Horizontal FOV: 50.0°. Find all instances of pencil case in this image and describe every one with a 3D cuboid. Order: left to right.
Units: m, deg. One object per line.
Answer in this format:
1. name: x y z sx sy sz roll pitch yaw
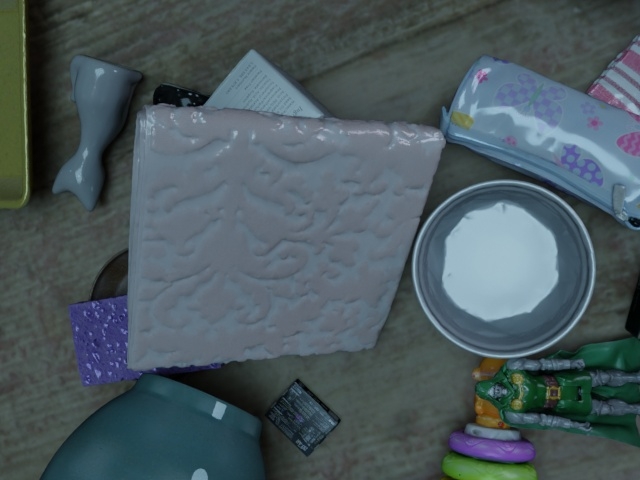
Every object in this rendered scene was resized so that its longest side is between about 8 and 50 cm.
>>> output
1. pencil case: 0.279 -0.115 0.805 0.273 0.113 0.124 29 77 12

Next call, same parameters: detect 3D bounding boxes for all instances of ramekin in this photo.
1. ramekin: 0.217 0.031 0.833 0.207 0.109 0.207 0 92 12

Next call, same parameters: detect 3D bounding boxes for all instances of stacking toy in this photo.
1. stacking toy: 0.205 0.285 0.838 0.175 0.166 0.302 6 83 -4

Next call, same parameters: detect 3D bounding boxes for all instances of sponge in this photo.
1. sponge: -0.236 0.127 0.936 0.210 0.031 0.117 -10 91 12

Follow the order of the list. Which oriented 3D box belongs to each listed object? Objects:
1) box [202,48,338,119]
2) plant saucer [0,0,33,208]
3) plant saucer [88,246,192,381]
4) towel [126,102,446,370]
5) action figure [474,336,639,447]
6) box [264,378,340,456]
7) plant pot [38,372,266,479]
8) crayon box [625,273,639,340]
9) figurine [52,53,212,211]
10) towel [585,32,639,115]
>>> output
1. box: -0.074 -0.114 0.850 0.119 0.181 0.182 44 100 8
2. plant saucer: -0.553 -0.211 1.000 0.332 0.081 0.333 0 93 11
3. plant saucer: -0.230 0.102 0.968 0.198 0.036 0.199 1 93 13
4. towel: -0.048 0.005 0.777 0.331 0.053 0.317 -1 123 -24
5. action figure: 0.290 0.179 0.807 0.232 0.063 0.137 3 80 -13
6. box: -0.025 0.243 0.939 0.083 0.018 0.067 42 100 7
7. plant pot: -0.186 0.289 0.864 0.293 0.293 0.196 19 69 10
8. crayon box: 0.541 0.054 0.779 0.318 0.081 0.202 15 96 12
9. figurine: -0.261 -0.124 0.943 0.214 0.092 0.210 20 101 11
10. towel: 0.422 -0.194 0.779 0.144 0.029 0.197 43 128 7
